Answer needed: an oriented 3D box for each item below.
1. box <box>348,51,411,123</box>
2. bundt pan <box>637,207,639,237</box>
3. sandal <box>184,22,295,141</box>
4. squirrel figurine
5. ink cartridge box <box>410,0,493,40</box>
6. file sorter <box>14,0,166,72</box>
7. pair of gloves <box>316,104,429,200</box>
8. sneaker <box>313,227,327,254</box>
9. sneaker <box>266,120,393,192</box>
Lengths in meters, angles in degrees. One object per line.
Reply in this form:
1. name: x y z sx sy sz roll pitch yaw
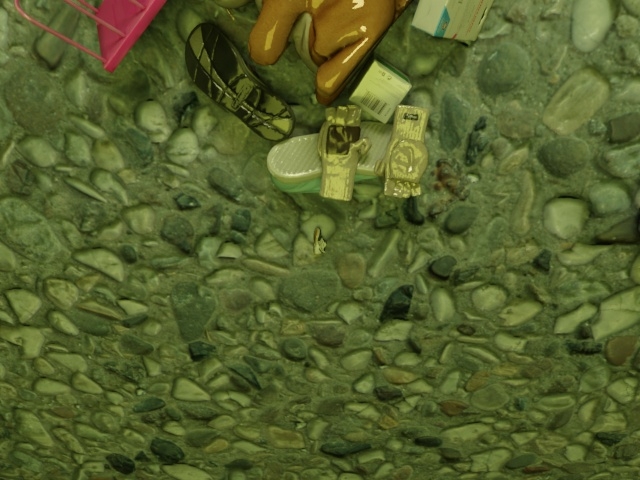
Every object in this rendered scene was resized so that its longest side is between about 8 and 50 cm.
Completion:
1. box: 0.128 -0.334 1.024 0.101 0.087 0.102 29 119 -14
2. bundt pan: 0.931 -0.059 1.122 0.330 0.124 0.331 2 122 3
3. sandal: -0.179 -0.339 1.036 0.120 0.086 0.303 -40 101 19
4. squirrel figurine: -0.021 -0.503 0.860 0.370 0.281 0.397 39 107 -7
5. ink cartridge box: 0.265 -0.458 0.919 0.061 0.181 0.104 39 127 28
6. file sorter: -0.394 -0.510 0.844 0.290 0.202 0.182 -38 145 24
7. pair of gloves: 0.112 -0.190 1.015 0.240 0.042 0.204 -1 103 0
8. sneaker: 0.000 0.000 1.281 0.036 0.032 0.083 -4 128 -10
9. sneaker: 0.055 -0.189 1.123 0.365 0.135 0.150 -5 165 -6
